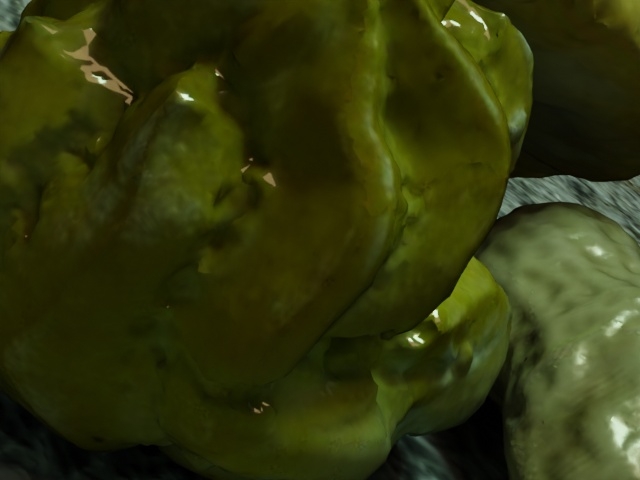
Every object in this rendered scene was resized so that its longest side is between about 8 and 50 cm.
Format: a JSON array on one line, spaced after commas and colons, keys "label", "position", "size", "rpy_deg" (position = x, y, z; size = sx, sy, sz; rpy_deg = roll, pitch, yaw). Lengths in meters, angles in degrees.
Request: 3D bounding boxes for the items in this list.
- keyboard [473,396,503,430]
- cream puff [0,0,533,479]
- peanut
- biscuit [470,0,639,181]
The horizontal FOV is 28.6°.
[{"label": "keyboard", "position": [0.148, 0.113, 0.796], "size": [0.262, 0.016, 0.106], "rpy_deg": [27, 20, -4]}, {"label": "cream puff", "position": [-0.029, -0.052, 0.594], "size": [0.291, 0.257, 0.324], "rpy_deg": [35, 25, 23]}, {"label": "peanut", "position": [0.161, 0.080, 0.665], "size": [0.159, 0.143, 0.291], "rpy_deg": [-14, 31, 3]}, {"label": "biscuit", "position": [0.049, -0.158, 0.819], "size": [0.446, 0.104, 0.429], "rpy_deg": [26, -10, -29]}]
